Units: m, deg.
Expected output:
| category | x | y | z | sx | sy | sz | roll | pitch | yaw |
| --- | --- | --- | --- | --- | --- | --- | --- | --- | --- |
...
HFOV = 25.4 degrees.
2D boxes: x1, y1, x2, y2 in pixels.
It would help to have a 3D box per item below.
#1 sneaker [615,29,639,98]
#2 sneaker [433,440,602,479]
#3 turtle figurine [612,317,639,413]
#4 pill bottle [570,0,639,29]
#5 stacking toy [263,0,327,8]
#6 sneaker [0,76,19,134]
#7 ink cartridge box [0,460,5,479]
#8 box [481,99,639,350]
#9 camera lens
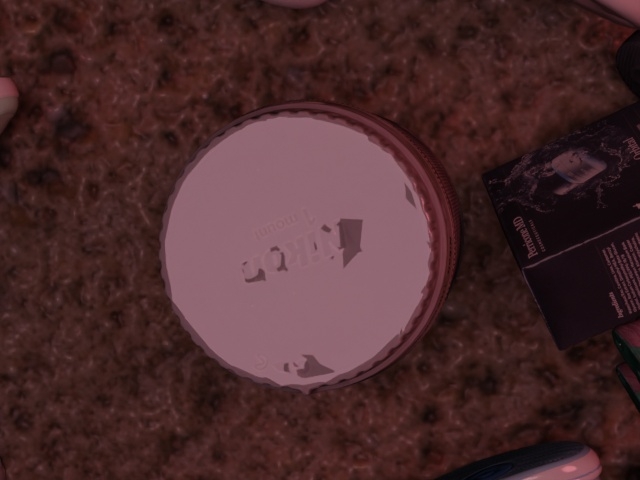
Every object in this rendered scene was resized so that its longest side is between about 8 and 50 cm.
| category | x | y | z | sx | sy | sz | roll | pitch | yaw |
| --- | --- | --- | --- | --- | --- | --- | --- | --- | --- |
| sneaker | 0.407 | -0.126 | 1.165 | 0.319 | 0.112 | 0.131 | 24 | 71 | 8 |
| sneaker | 0.125 | 0.311 | 1.205 | 0.319 | 0.127 | 0.208 | -28 | 87 | 18 |
| turtle figurine | 0.355 | 0.057 | 1.166 | 0.234 | 0.118 | 0.175 | -28 | 130 | -1 |
| pill bottle | 0.258 | -0.363 | 1.098 | 0.204 | 0.204 | 0.361 | 29 | 100 | 5 |
| stacking toy | -0.136 | -0.386 | 1.143 | 0.351 | 0.350 | 0.480 | -33 | 104 | 8 |
| sneaker | -0.319 | -0.017 | 1.259 | 0.151 | 0.094 | 0.256 | 47 | 108 | 9 |
| ink cartridge box | -0.347 | 0.287 | 1.219 | 0.093 | 0.219 | 0.160 | -8 | 91 | 11 |
| box | 0.231 | -0.016 | 1.143 | 0.158 | 0.156 | 0.093 | -26 | 121 | 8 |
| camera lens | 0.000 | 0.000 | 1.126 | 0.219 | 0.274 | 0.219 | 0 | 93 | 8 |
